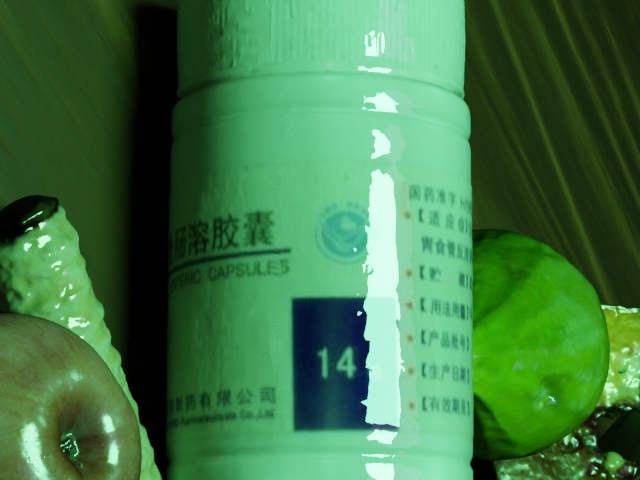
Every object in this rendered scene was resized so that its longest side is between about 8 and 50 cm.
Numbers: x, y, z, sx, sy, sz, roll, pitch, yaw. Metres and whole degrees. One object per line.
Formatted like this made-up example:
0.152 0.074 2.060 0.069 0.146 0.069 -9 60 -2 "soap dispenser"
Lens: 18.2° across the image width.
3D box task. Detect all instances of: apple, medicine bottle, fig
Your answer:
-0.162 0.113 1.042 0.153 0.120 0.153 14 73 -53 "apple"
0.000 0.000 1.238 0.190 0.190 0.332 15 72 -54 "medicine bottle"
0.134 0.073 1.408 0.167 0.233 0.167 1 87 -13 "fig"

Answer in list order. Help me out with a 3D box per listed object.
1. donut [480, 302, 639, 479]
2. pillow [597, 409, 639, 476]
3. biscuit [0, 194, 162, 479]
0.188 0.154 1.550 0.085 0.141 0.217 112 -11 -64 "donut"
0.263 0.170 1.615 0.051 0.229 0.128 17 53 -6 "pillow"
-0.139 0.081 1.139 0.061 0.055 0.219 -38 115 -46 "biscuit"
